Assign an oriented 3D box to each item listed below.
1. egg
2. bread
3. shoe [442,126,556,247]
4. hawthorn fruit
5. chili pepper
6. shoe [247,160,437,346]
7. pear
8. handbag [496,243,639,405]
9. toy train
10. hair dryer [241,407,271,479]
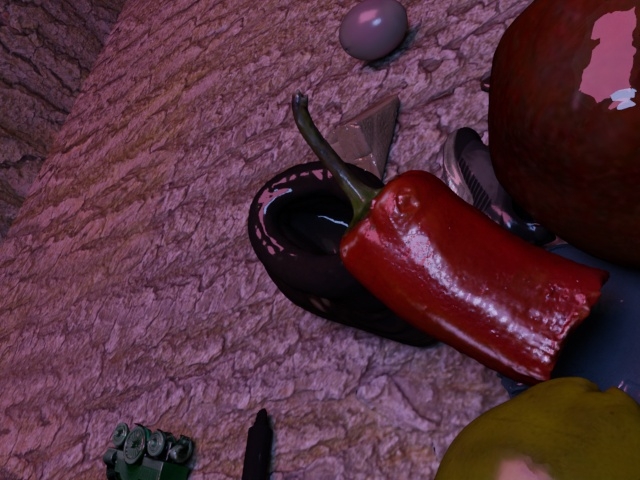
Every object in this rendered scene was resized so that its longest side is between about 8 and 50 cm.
[{"bbox_3d":[0.095,-0.381,1.285,0.135,0.103,0.103,-20,46,35],"label":"egg"},{"bbox_3d":[0.087,-0.163,1.173,0.077,0.105,0.152,-12,19,43],"label":"bread"},{"bbox_3d":[0.219,-0.057,0.877,0.112,0.099,0.228,-20,49,28],"label":"shoe"},{"bbox_3d":[0.300,-0.115,0.666,0.308,0.308,0.325,-64,1,-16],"label":"hawthorn fruit"},{"bbox_3d":[0.092,0.005,0.689,0.338,0.131,0.135,32,85,15],"label":"chili pepper"},{"bbox_3d":[0.000,0.000,0.939,0.384,0.237,0.171,23,78,54],"label":"shoe"},{"bbox_3d":[0.184,0.240,0.549,0.212,0.212,0.269,13,82,52],"label":"pear"},{"bbox_3d":[0.275,0.109,0.685,0.179,0.062,0.229,-55,35,-4],"label":"handbag"},{"bbox_3d":[-0.268,0.339,1.095,0.178,0.071,0.105,-6,66,44],"label":"toy train"},{"bbox_3d":[-0.102,0.329,0.921,0.114,0.070,0.248,-31,36,27],"label":"hair dryer"}]
